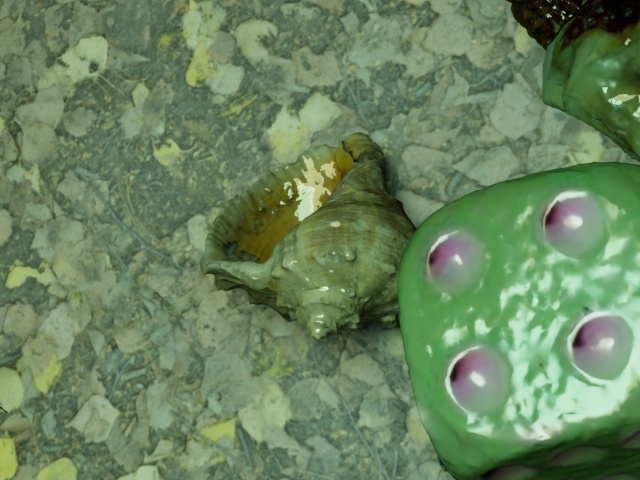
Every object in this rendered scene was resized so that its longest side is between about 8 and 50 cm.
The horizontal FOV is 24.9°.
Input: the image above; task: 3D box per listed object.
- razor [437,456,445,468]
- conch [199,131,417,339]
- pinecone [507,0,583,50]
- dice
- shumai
[{"bbox_3d":[0.178,0.217,1.859,0.044,0.028,0.155,15,81,29],"label":"razor"},{"bbox_3d":[0.003,0.016,1.922,0.297,0.352,0.210,-4,117,17],"label":"conch"},{"bbox_3d":[0.381,-0.344,1.838,0.292,0.246,0.246,-38,59,-9],"label":"pinecone"},{"bbox_3d":[0.290,0.116,1.668,0.322,0.318,0.330,-19,66,21],"label":"dice"},{"bbox_3d":[0.424,-0.202,1.618,0.348,0.395,0.395,4,75,6],"label":"shumai"}]
